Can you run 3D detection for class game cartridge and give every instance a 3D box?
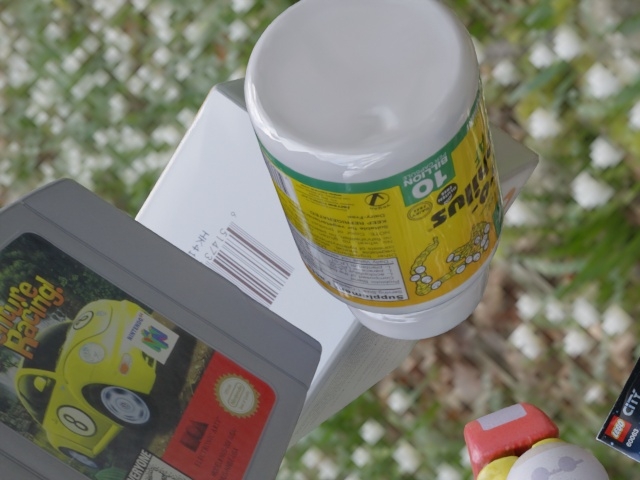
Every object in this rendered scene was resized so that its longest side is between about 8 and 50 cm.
[{"bbox_3d":[-0.114,0.082,0.926,0.196,0.060,0.294,30,-150,-4],"label":"game cartridge"}]

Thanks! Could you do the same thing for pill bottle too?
[{"bbox_3d":[0.036,-0.033,1.017,0.117,0.117,0.208,41,164,29],"label":"pill bottle"}]

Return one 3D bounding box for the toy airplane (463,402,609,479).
[{"bbox_3d":[0.214,0.291,1.578,0.384,0.386,0.272,12,137,32],"label":"toy airplane"}]

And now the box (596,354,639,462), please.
[{"bbox_3d":[0.300,0.065,1.463,0.044,0.233,0.159,28,-179,23],"label":"box"}]

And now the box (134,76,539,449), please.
[{"bbox_3d":[0.000,0.000,1.400,0.168,0.215,0.345,37,-161,11],"label":"box"}]
